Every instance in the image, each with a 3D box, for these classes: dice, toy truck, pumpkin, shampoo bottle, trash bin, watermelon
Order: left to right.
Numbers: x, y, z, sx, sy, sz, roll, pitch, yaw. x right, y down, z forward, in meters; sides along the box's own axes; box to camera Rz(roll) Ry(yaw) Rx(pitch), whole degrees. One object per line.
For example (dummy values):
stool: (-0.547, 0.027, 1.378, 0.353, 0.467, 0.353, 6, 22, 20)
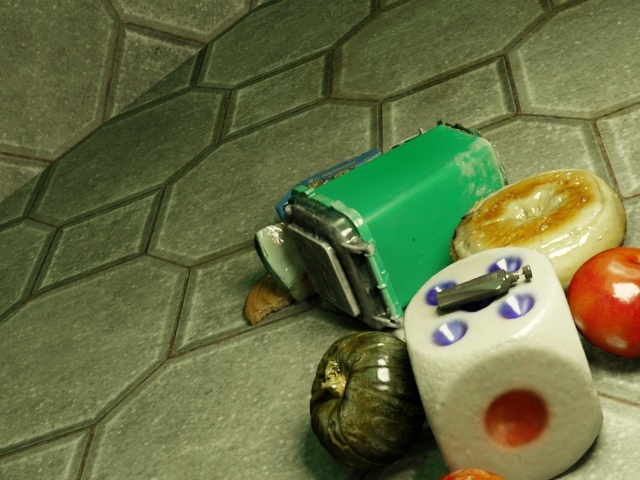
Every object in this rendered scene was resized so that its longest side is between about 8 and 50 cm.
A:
watermelon: (0.000, 0.000, 2.310, 0.241, 0.154, 0.094, -34, -12, -3)
toy truck: (0.093, -0.102, 2.429, 0.367, 0.146, 0.175, -22, 17, 7)
pumpkin: (0.071, 0.247, 1.844, 0.223, 0.157, 0.224, -39, 40, 42)
trash bin: (0.160, -0.039, 2.171, 0.381, 0.259, 0.295, -34, 29, -16)
shampoo bottle: (0.228, 0.064, 1.639, 0.137, 0.027, 0.048, -20, 28, 16)
dice: (0.263, 0.183, 1.710, 0.243, 0.259, 0.251, -20, 29, 10)

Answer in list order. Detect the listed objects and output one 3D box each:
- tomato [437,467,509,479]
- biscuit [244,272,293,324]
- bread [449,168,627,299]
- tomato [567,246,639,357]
tomato: (0.194, 0.387, 1.556, 0.233, 0.140, 0.200, 5, 46, 44)
biscuit: (-0.065, 0.081, 2.395, 0.224, 0.033, 0.144, -30, 29, -6)
bread: (0.375, 0.004, 2.009, 0.305, 0.159, 0.306, -19, 33, 13)
tomato: (0.470, 0.086, 1.781, 0.195, 0.136, 0.195, 1, 31, -1)
